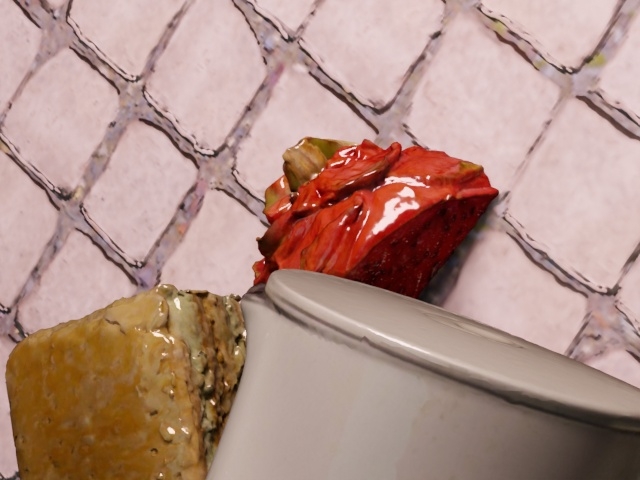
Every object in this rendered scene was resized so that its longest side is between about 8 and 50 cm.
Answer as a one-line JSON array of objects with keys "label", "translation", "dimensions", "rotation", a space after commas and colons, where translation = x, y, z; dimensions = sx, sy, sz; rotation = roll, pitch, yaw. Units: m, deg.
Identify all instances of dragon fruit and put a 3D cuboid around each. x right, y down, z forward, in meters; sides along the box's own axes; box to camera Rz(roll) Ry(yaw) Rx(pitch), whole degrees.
[{"label": "dragon fruit", "translation": [0.000, 0.000, 1.000], "dimensions": [0.106, 0.083, 0.162], "rotation": [49, 114, 32]}]

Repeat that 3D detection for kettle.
[{"label": "kettle", "translation": [0.042, 0.199, 0.870], "dimensions": [0.265, 0.205, 0.318], "rotation": [21, 95, 39]}]

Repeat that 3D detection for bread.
[{"label": "bread", "translation": [-0.092, 0.131, 1.037], "dimensions": [0.138, 0.102, 0.196], "rotation": [-14, 77, 37]}]
